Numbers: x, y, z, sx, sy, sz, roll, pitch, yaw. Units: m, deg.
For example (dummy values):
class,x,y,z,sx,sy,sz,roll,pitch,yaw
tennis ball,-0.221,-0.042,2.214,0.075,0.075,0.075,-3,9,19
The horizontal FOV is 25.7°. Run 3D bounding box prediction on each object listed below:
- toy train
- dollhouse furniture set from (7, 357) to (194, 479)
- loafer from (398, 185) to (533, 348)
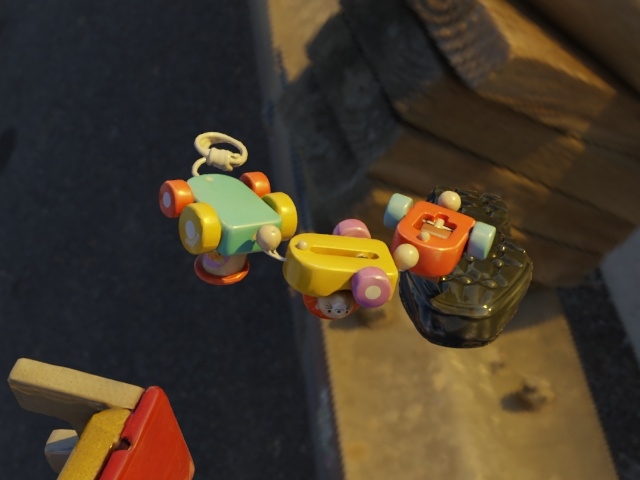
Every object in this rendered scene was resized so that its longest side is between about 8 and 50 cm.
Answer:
class,x,y,z,sx,sy,sz,roll,pitch,yaw
toy train,0.000,0.000,0.722,0.125,0.166,0.046,-56,-18,-61
dollhouse furniture set,-0.111,0.261,0.560,0.152,0.201,0.374,10,50,19
loafer,0.085,0.027,0.849,0.223,0.076,0.078,-69,-12,-74
